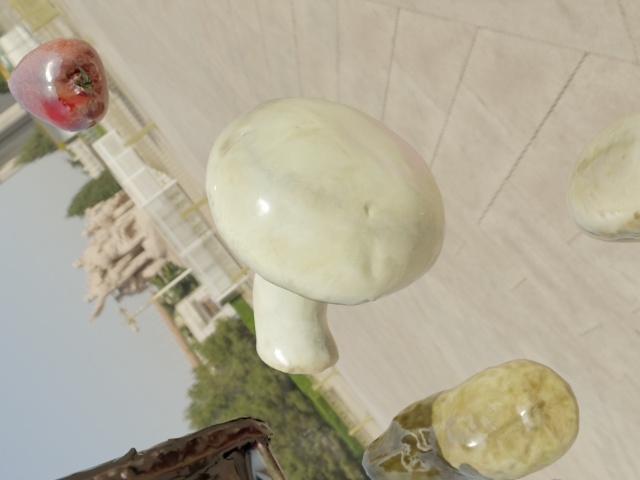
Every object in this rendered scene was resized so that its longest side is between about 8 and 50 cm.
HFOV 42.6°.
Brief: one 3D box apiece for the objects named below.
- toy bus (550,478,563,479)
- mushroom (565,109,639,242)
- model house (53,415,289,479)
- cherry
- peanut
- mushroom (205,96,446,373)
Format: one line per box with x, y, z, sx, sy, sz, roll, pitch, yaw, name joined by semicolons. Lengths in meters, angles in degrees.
0.221;0.218;0.601;0.075;0.060;0.123;37;159;-30;toy bus
0.325;-0.032;0.689;0.209;0.206;0.206;57;175;25;mushroom
-0.128;0.354;0.657;0.317;0.297;0.282;-7;-134;-46;model house
-0.294;-0.183;0.943;0.126;0.106;0.087;29;-157;31;cherry
0.163;0.218;0.920;0.137;0.253;0.122;-3;-111;-56;peanut
0.014;-0.020;1.032;0.315;0.315;0.356;99;162;-80;mushroom
